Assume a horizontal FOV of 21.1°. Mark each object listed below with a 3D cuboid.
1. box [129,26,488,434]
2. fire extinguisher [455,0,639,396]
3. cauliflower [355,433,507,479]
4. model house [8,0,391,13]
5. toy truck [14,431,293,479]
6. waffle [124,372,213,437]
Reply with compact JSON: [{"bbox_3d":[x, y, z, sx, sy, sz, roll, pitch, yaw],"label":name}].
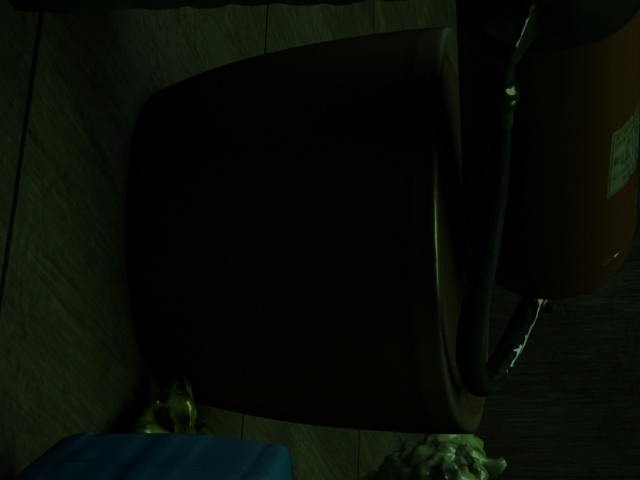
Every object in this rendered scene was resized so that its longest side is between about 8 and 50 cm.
[{"bbox_3d":[0.000,0.000,1.206,0.301,0.216,0.301,-2,90,-80],"label":"box"},{"bbox_3d":[0.123,-0.047,1.079,0.200,0.113,0.376,-38,145,-21],"label":"fire extinguisher"},{"bbox_3d":[0.085,0.311,1.445,0.260,0.281,0.327,28,73,-40],"label":"cauliflower"},{"bbox_3d":[-0.044,-0.235,0.998,0.303,0.237,0.215,-24,113,-79],"label":"model house"},{"bbox_3d":[-0.081,0.296,0.873,0.161,0.162,0.385,-46,133,-76],"label":"toy truck"},{"bbox_3d":[-0.094,0.209,1.086,0.223,0.054,0.204,-61,137,-68],"label":"waffle"}]
